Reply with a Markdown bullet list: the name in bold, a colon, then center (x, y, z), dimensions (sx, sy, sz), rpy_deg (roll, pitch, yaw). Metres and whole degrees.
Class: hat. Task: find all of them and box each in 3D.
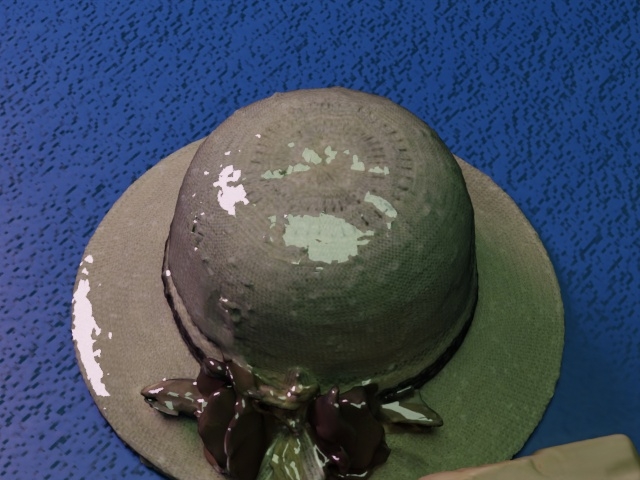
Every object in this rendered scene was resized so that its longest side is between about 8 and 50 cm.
- **hat**: center (0.000, 0.000, 0.716), dimensions (0.257, 0.130, 0.257), rpy_deg (0, 55, -1)

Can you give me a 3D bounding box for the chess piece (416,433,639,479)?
- **chess piece**: center (0.067, 0.141, 0.658), dimensions (0.200, 0.090, 0.090), rpy_deg (-9, 55, -22)
